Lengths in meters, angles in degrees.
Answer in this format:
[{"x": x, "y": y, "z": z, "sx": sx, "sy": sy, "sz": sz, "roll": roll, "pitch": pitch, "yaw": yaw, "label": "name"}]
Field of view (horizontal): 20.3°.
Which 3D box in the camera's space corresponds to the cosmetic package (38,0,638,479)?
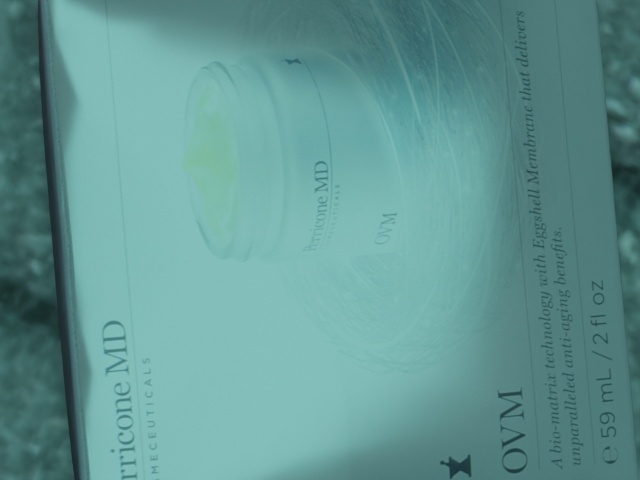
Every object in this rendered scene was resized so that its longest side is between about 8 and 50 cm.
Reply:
[{"x": 0.000, "y": 0.000, "z": 0.754, "sx": 0.224, "sy": 0.138, "sz": 0.224, "roll": -5, "pitch": 89, "yaw": -7, "label": "cosmetic package"}]
